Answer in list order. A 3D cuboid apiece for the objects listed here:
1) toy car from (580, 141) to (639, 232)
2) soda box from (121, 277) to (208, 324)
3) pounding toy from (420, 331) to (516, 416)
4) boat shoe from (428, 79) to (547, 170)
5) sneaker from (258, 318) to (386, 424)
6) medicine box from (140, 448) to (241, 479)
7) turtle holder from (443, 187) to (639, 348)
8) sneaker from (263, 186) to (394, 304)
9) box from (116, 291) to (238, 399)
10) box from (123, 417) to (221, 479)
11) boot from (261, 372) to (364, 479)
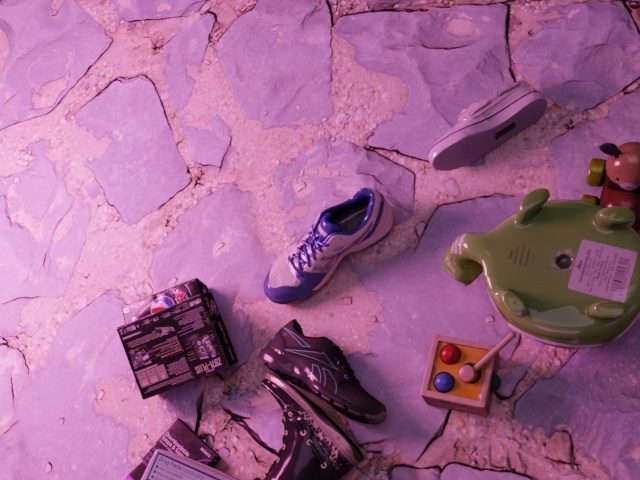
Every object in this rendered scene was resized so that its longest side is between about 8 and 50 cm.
[{"bbox_3d":[0.533,-0.107,1.433,0.155,0.188,0.149,12,70,22],"label":"toy car"},{"bbox_3d":[-0.305,0.134,1.657,0.168,0.060,0.053,-22,66,7],"label":"soda box"},{"bbox_3d":[0.255,0.220,1.418,0.141,0.100,0.130,8,69,21],"label":"pounding toy"},{"bbox_3d":[0.312,-0.225,1.622,0.258,0.095,0.084,-28,56,-8],"label":"boat shoe"},{"bbox_3d":[0.012,0.233,1.490,0.267,0.101,0.106,28,74,26],"label":"sneaker"},{"bbox_3d":[-0.232,0.502,1.333,0.149,0.263,0.289,22,74,9],"label":"medicine box"},{"bbox_3d":[0.374,0.072,1.378,0.320,0.227,0.243,-14,64,12],"label":"turtle holder"},{"bbox_3d":[0.000,0.000,1.585,0.296,0.131,0.112,-40,63,-2],"label":"sneaker"},{"bbox_3d":[-0.269,0.198,1.577,0.180,0.077,0.147,-23,86,7],"label":"box"},{"bbox_3d":[-0.276,0.424,1.531,0.116,0.029,0.162,35,78,27],"label":"box"},{"bbox_3d":[-0.062,0.362,1.461,0.236,0.085,0.178,39,84,27],"label":"boot"}]
